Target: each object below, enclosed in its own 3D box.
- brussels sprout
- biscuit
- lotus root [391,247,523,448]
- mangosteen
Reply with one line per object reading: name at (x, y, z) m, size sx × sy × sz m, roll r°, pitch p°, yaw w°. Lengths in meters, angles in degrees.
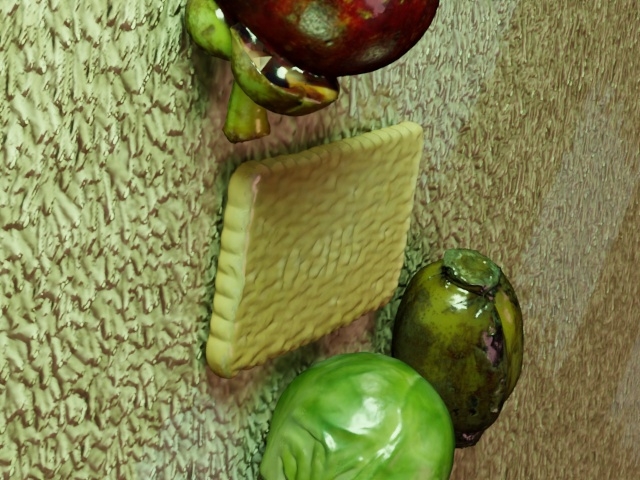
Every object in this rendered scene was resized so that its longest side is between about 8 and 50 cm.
brussels sprout at (0.025, 0.157, 1.162) m, size 0.155 × 0.155 × 0.117 m, roll -62°, pitch 162°, yaw -17°
biscuit at (-0.001, 0.000, 1.131) m, size 0.249 × 0.030 × 0.160 m, roll -21°, pitch 125°, yaw -56°
lotus root at (0.117, 0.095, 1.319) m, size 0.120 × 0.120 × 0.209 m, roll -42°, pitch 141°, yaw -43°
mangosteen at (-0.020, -0.152, 0.922) m, size 0.146 × 0.181 × 0.156 m, roll 55°, pitch 24°, yaw -6°
